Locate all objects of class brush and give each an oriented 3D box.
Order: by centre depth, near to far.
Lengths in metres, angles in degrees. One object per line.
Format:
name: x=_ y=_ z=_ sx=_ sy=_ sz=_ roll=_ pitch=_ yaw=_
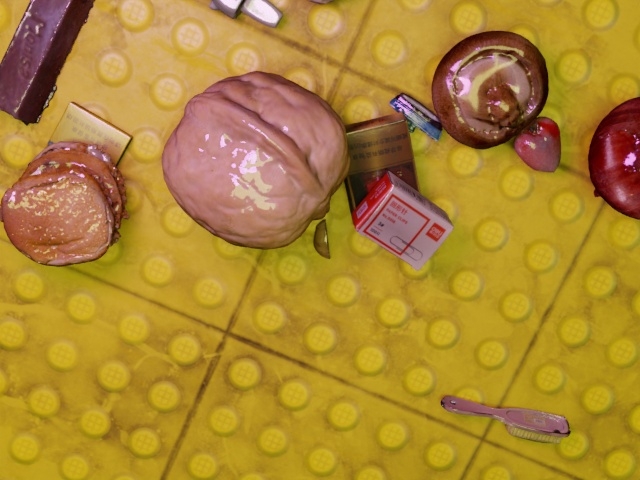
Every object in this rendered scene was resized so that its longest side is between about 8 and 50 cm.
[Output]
brush: x=0.432 y=0.430 z=1.953 sx=0.313 sy=0.072 sz=0.067 roll=12 pitch=115 yaw=-2

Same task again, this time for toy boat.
toy boat: x=0.209 y=-0.266 z=1.814 sx=0.137 sy=0.060 sz=0.061 roll=33 pitch=126 yaw=-4

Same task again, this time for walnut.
walnut: x=-0.132 y=-0.165 z=1.680 sx=0.381 sy=0.381 sz=0.381 roll=0 pitch=101 yaw=0

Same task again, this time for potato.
potato: x=0.000 y=0.001 z=1.875 sx=0.036 sy=0.037 sz=0.093 roll=-6 pitch=102 yaw=5

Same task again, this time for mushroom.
mushroom: x=0.357 y=-0.319 z=1.753 sx=0.253 sy=0.153 sz=0.253 roll=0 pitch=104 yaw=-1

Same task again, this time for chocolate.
chocolate: x=-0.601 y=-0.399 z=1.751 sx=0.112 sy=0.112 sz=0.321 roll=29 pitch=100 yaw=-3

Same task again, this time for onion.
onion: x=0.706 y=-0.174 z=1.739 sx=0.276 sy=0.276 sz=0.276 roll=0 pitch=101 yaw=0

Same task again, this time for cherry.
cherry: x=0.474 y=-0.210 z=1.809 sx=0.106 sy=0.087 sz=0.126 roll=-19 pitch=121 yaw=-16

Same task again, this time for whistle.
whistle: x=-0.189 y=-0.527 z=1.739 sx=0.244 sy=0.092 sz=0.110 roll=31 pitch=98 yaw=-5

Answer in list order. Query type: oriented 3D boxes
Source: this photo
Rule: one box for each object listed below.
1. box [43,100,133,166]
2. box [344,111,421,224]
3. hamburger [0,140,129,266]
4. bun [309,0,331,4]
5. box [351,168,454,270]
box: x=-0.551 y=-0.151 z=1.839 sx=0.153 sy=0.041 sz=0.279 roll=31 pitch=99 yaw=-8
box: x=0.130 y=-0.146 z=1.805 sx=0.159 sy=0.071 sz=0.240 roll=-13 pitch=115 yaw=-1
hamburger: x=-0.521 y=-0.080 z=1.726 sx=0.245 sy=0.211 sz=0.260 roll=26 pitch=105 yaw=-15
bun: x=0.021 y=-0.571 z=1.726 sx=0.183 sy=0.102 sz=0.183 roll=-6 pitch=69 yaw=15
box: x=0.174 y=-0.041 z=1.764 sx=0.182 sy=0.099 sz=0.133 roll=34 pitch=108 yaw=-20
